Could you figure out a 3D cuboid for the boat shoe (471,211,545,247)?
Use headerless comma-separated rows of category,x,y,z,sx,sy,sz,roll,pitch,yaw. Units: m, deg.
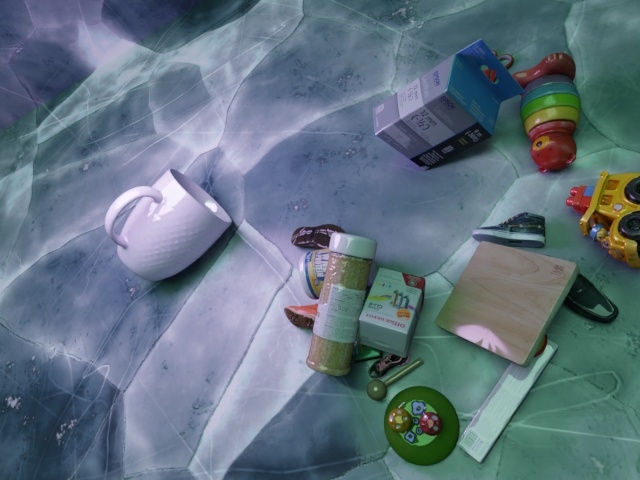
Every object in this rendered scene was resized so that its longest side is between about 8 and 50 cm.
boat shoe,0.509,-0.032,1.229,0.184,0.065,0.083,6,66,19

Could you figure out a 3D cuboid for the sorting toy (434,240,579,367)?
sorting toy,0.451,0.152,1.093,0.255,0.089,0.257,-58,33,-8

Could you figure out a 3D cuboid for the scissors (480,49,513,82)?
scissors,0.539,-0.507,1.490,0.109,0.021,0.296,20,75,28

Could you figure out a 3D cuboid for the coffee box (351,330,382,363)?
coffee box,0.075,0.287,1.263,0.184,0.040,0.113,-17,59,16

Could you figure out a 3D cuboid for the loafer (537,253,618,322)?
loafer,0.607,0.112,1.097,0.076,0.078,0.223,-44,56,-2

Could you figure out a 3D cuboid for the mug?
mug,-0.535,-0.048,1.507,0.328,0.374,0.276,-46,61,3

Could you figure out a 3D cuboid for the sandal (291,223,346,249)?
sandal,0.000,0.000,1.440,0.220,0.060,0.089,-2,57,39

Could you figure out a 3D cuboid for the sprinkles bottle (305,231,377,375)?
sprinkles bottle,0.054,0.161,1.170,0.122,0.121,0.354,12,91,28

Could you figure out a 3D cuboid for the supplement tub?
supplement tub,0.052,0.087,1.314,0.200,0.144,0.144,-14,60,17

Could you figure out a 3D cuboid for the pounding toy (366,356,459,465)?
pounding toy,0.219,0.413,1.092,0.183,0.110,0.236,-31,57,6

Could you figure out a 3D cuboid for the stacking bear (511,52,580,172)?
stacking bear,0.644,-0.337,1.273,0.176,0.165,0.288,-18,66,52

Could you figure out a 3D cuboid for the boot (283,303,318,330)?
boot,-0.038,0.216,1.345,0.158,0.059,0.085,8,33,43

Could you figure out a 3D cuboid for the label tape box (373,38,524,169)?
label tape box,0.361,-0.361,1.281,0.348,0.249,0.115,-23,54,40

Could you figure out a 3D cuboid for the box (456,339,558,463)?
box,0.434,0.362,1.052,0.067,0.063,0.323,32,80,32

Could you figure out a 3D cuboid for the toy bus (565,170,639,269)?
toy bus,0.714,-0.061,1.114,0.212,0.149,0.220,14,73,43

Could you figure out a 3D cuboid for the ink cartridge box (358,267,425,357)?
ink cartridge box,0.187,0.186,1.178,0.128,0.127,0.176,13,52,18

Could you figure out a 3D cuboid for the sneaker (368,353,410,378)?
sneaker,0.175,0.321,1.191,0.120,0.057,0.047,-32,59,6
